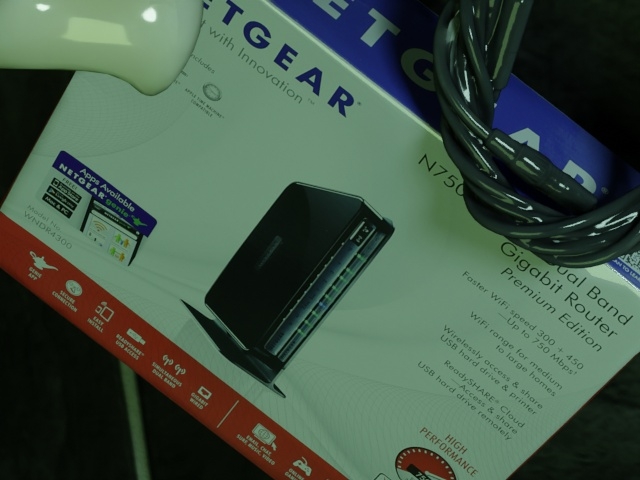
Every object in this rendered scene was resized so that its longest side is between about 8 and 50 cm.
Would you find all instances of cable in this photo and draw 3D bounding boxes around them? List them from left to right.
[{"bbox_3d":[0.129,-0.083,0.941,0.150,0.047,0.184,-17,94,5],"label":"cable"}]

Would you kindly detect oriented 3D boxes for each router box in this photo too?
[{"bbox_3d":[0.000,0.000,1.092,0.335,0.082,0.301,37,134,1],"label":"router box"}]

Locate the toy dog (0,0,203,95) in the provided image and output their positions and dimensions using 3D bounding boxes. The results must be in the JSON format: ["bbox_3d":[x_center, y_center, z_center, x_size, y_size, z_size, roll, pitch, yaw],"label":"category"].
[{"bbox_3d":[-0.143,-0.249,0.787,0.408,0.284,0.395,3,133,34],"label":"toy dog"}]
